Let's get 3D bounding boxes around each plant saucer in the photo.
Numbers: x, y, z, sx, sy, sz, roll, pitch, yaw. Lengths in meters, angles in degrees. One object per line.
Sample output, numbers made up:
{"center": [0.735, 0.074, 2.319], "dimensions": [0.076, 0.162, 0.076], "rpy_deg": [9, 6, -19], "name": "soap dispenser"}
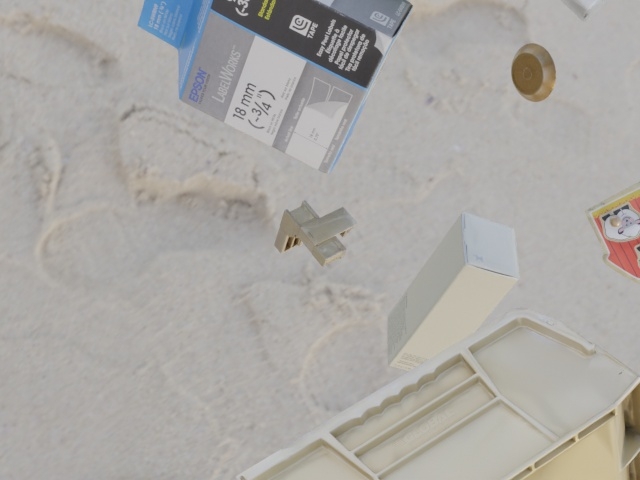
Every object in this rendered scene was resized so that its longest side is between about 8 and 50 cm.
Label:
{"center": [0.297, -0.237, 1.648], "dimensions": [0.015, 0.083, 0.083], "rpy_deg": [-15, 76, -36], "name": "plant saucer"}

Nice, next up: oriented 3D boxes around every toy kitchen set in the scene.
{"center": [0.000, 0.000, 1.424], "dimensions": [0.068, 0.075, 0.083], "rpy_deg": [-27, 65, -30], "name": "toy kitchen set"}

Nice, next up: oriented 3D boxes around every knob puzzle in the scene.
{"center": [0.575, -0.005, 2.002], "dimensions": [0.213, 0.213, 0.030], "rpy_deg": [54, 16, 1], "name": "knob puzzle"}

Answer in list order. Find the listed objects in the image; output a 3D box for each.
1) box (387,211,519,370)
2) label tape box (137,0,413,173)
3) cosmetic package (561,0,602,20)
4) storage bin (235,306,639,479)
{"center": [0.200, 0.090, 1.809], "dimensions": [0.094, 0.275, 0.113], "rpy_deg": [17, 47, -15], "name": "box"}
{"center": [-0.084, -0.263, 1.487], "dimensions": [0.333, 0.241, 0.106], "rpy_deg": [27, 44, 1], "name": "label tape box"}
{"center": [0.203, -0.411, 1.226], "dimensions": [0.365, 0.155, 0.197], "rpy_deg": [44, 12, 1], "name": "cosmetic package"}
{"center": [0.109, 0.222, 0.842], "dimensions": [0.260, 0.123, 0.262], "rpy_deg": [-29, 128, -18], "name": "storage bin"}
